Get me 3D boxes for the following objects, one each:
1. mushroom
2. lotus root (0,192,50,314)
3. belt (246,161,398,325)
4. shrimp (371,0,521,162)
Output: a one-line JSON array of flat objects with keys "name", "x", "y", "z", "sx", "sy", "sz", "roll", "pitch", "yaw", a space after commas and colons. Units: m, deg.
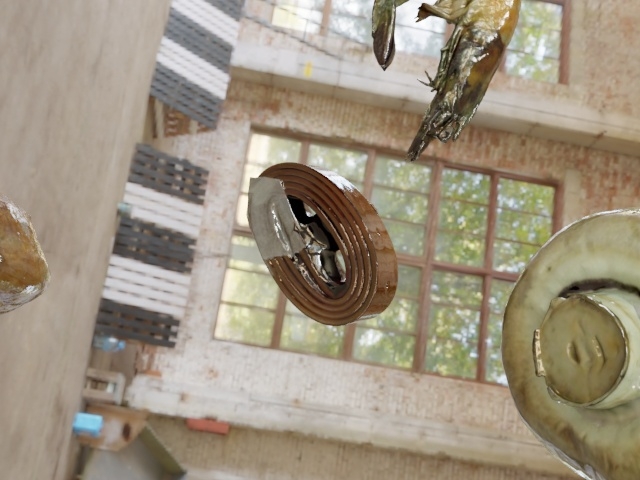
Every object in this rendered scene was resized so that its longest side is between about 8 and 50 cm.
[{"name": "mushroom", "x": 0.368, "y": 0.133, "z": 0.920, "sx": 0.352, "sy": 0.260, "sz": 0.352, "roll": -20, "pitch": -116, "yaw": 50}, {"name": "lotus root", "x": -0.728, "y": 0.019, "z": 1.572, "sx": 0.250, "sy": 0.316, "sz": 0.316, "roll": 140, "pitch": -40, "yaw": -73}, {"name": "belt", "x": 0.000, "y": 0.000, "z": 1.438, "sx": 0.217, "sy": 0.338, "sz": 0.122, "roll": -40, "pitch": 163, "yaw": 20}, {"name": "shrimp", "x": 0.205, "y": -0.355, "z": 1.420, "sx": 0.085, "sy": 0.272, "sz": 0.444, "roll": 53, "pitch": 54, "yaw": -78}]
